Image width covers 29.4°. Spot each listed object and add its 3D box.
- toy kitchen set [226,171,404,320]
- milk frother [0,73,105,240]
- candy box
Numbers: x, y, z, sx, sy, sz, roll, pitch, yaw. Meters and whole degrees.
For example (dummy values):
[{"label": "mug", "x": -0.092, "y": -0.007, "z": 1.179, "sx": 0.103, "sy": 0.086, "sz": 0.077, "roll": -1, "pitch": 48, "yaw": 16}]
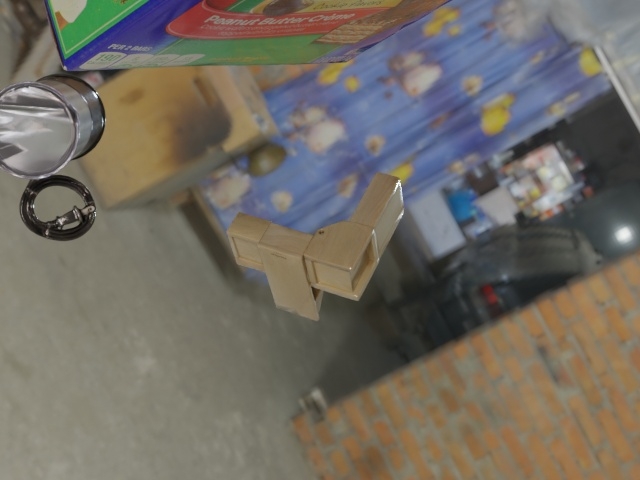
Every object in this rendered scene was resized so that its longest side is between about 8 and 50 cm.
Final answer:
[{"label": "toy kitchen set", "x": 0.000, "y": 0.000, "z": 0.755, "sx": 0.075, "sy": 0.083, "sz": 0.068, "roll": -61, "pitch": 156, "yaw": -30}, {"label": "milk frother", "x": -0.246, "y": -0.069, "z": 1.105, "sx": 0.143, "sy": 0.129, "sz": 0.135, "roll": 54, "pitch": 7, "yaw": -9}, {"label": "candy box", "x": 0.028, "y": -0.212, "z": 0.707, "sx": 0.268, "sy": 0.317, "sz": 0.122, "roll": -12, "pitch": 80, "yaw": -49}]
